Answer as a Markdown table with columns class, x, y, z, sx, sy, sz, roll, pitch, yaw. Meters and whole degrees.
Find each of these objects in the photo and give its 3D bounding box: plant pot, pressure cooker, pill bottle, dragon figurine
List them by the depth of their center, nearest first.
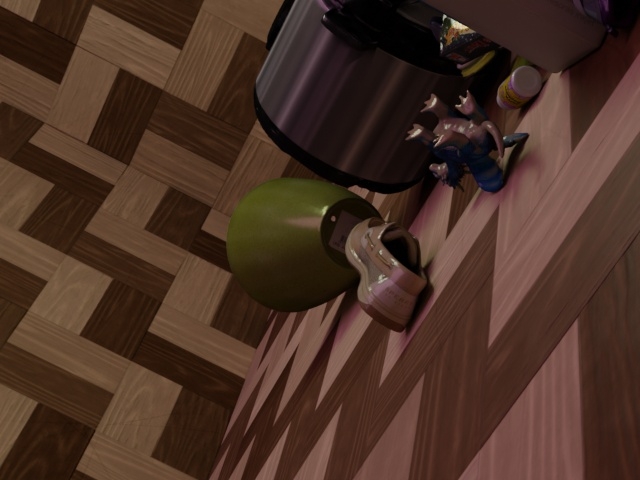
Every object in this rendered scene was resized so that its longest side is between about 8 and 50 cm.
| class | x | y | z | sx | sy | sz | roll | pitch | yaw |
| --- | --- | --- | --- | --- | --- | --- | --- | --- | --- |
| dragon figurine | 0.208 | -0.120 | 1.615 | 0.085 | 0.144 | 0.289 | -62 | 24 | -8 |
| pill bottle | 0.267 | -0.204 | 1.697 | 0.043 | 0.043 | 0.083 | -64 | 4 | -16 |
| pressure cooker | 0.118 | -0.340 | 2.179 | 0.420 | 0.376 | 0.369 | -60 | 26 | 33 |
| plant pot | 0.000 | 0.000 | 2.400 | 0.293 | 0.275 | 0.274 | -8 | 53 | 64 |

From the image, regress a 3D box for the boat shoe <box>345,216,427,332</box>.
| class | x | y | z | sx | sy | sz | roll | pitch | yaw |
| --- | --- | --- | --- | --- | --- | --- | --- | --- | --- |
| boat shoe | 0.107 | 0.026 | 1.833 | 0.098 | 0.109 | 0.302 | -56 | 12 | 18 |

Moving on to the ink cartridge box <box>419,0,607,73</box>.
| class | x | y | z | sx | sy | sz | roll | pitch | yaw |
| --- | --- | --- | --- | --- | --- | --- | --- | --- | --- |
| ink cartridge box | 0.274 | -0.453 | 1.534 | 0.394 | 0.286 | 0.166 | -64 | 6 | -8 |

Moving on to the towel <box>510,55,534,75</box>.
| class | x | y | z | sx | sy | sz | roll | pitch | yaw |
| --- | --- | --- | --- | --- | --- | --- | --- | --- | --- |
| towel | 0.321 | -0.298 | 1.773 | 0.102 | 0.021 | 0.237 | -63 | 4 | -9 |

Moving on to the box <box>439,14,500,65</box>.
| class | x | y | z | sx | sy | sz | roll | pitch | yaw |
| --- | --- | --- | --- | --- | --- | --- | --- | --- | --- |
| box | 0.260 | -0.358 | 1.749 | 0.233 | 0.044 | 0.159 | -20 | 57 | 55 |

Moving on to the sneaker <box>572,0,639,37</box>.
| class | x | y | z | sx | sy | sz | roll | pitch | yaw |
| --- | --- | --- | --- | --- | --- | --- | --- | --- | --- |
| sneaker | 0.359 | -0.327 | 1.344 | 0.098 | 0.083 | 0.223 | -113 | 42 | -56 |

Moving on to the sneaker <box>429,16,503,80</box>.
| class | x | y | z | sx | sy | sz | roll | pitch | yaw |
| --- | --- | --- | --- | --- | --- | --- | --- | --- | --- |
| sneaker | 0.277 | -0.380 | 1.887 | 0.300 | 0.121 | 0.111 | -48 | 3 | 30 |
